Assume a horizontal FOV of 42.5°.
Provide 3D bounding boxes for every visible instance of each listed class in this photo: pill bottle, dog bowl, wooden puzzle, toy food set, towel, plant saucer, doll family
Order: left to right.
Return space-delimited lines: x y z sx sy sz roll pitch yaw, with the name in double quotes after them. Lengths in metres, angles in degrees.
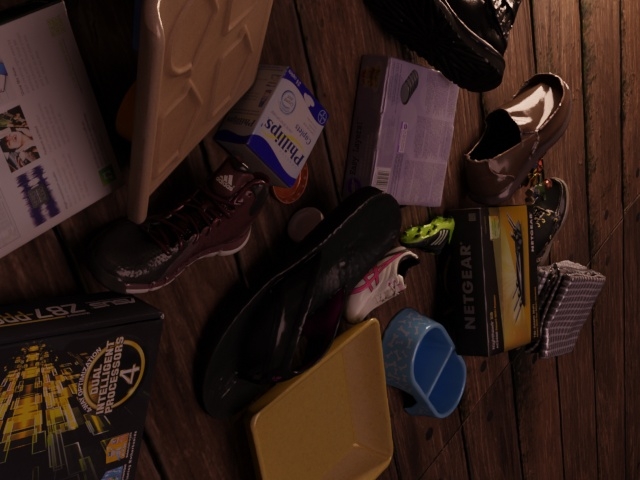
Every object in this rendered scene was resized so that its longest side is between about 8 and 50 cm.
-0.146 -0.234 0.963 0.347 0.081 0.322 -61 176 -38 "wooden puzzle"
-0.051 -0.100 1.296 0.083 0.013 0.083 -20 117 -48 "plant saucer"
-0.009 0.338 1.432 0.333 0.081 0.332 -33 126 -41 "plant saucer"
0.000 0.000 1.349 0.116 0.065 0.065 46 65 -49 "pill bottle"
0.219 0.263 1.701 0.166 0.074 0.297 -58 138 -22 "dog bowl"
0.311 0.065 1.782 0.132 0.039 0.192 -27 121 -44 "toy food set"
0.484 -0.182 1.897 0.111 0.076 0.192 -29 120 -38 "doll family"
0.597 0.173 2.062 0.284 0.121 0.235 2 115 -55 "towel"

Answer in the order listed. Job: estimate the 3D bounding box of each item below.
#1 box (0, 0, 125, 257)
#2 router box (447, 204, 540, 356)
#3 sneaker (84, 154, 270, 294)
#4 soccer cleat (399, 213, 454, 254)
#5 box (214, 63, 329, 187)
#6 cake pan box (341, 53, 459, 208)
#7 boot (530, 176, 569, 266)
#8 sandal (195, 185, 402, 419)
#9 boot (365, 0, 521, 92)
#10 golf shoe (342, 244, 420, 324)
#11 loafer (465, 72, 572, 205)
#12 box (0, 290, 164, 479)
-0.373 -0.092 0.860 0.322 0.059 0.232 -39 130 -39 "box"
0.378 0.079 1.767 0.243 0.081 0.308 -6 93 -49 "router box"
-0.165 -0.040 1.046 0.281 0.106 0.162 -28 161 -54 "sneaker"
0.214 -0.001 1.626 0.179 0.060 0.072 -21 118 -50 "soccer cleat"
-0.068 -0.167 1.206 0.126 0.072 0.137 43 68 -48 "box"
0.151 -0.184 1.481 0.246 0.070 0.266 -3 103 -49 "cake pan box"
0.503 -0.044 1.944 0.179 0.085 0.236 9 101 -54 "boot"
-0.020 0.099 1.261 0.445 0.107 0.167 -49 138 -10 "sandal"
0.224 -0.450 1.433 0.348 0.131 0.260 34 64 -38 "boot"
0.108 0.080 1.495 0.186 0.086 0.067 -53 138 -25 "golf shoe"
0.425 -0.240 1.752 0.366 0.134 0.130 -56 138 -24 "loafer"
-0.354 0.264 0.931 0.318 0.097 0.394 -2 111 -50 "box"
